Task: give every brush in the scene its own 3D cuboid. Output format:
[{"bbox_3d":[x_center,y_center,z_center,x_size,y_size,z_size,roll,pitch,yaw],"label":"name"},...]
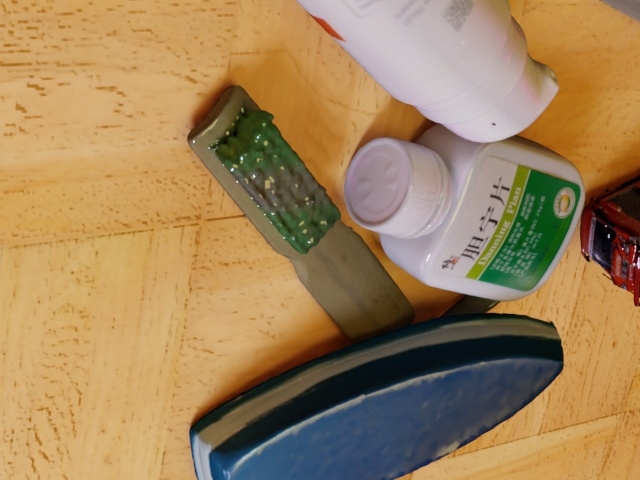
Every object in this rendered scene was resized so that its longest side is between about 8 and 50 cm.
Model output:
[{"bbox_3d":[0.000,0.000,1.068,0.054,0.048,0.282,-47,138,-9],"label":"brush"}]

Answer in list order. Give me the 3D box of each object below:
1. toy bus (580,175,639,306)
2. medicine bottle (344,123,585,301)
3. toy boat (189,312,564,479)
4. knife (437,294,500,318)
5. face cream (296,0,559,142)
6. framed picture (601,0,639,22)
[{"bbox_3d":[0.315,-0.029,1.275,0.235,0.096,0.073,-23,129,-29],"label":"toy bus"},{"bbox_3d":[0.102,-0.025,1.120,0.183,0.069,0.119,14,107,-43],"label":"medicine bottle"},{"bbox_3d":[0.054,0.121,1.135,0.299,0.062,0.096,-20,116,-18],"label":"toy boat"},{"bbox_3d":[0.092,0.072,1.199,0.210,0.028,0.015,-38,153,-15],"label":"knife"},{"bbox_3d":[0.033,-0.167,0.952,0.102,0.102,0.345,-52,136,-2],"label":"face cream"},{"bbox_3d":[0.318,-0.321,1.012,0.326,0.028,0.446,16,131,-45],"label":"framed picture"}]
